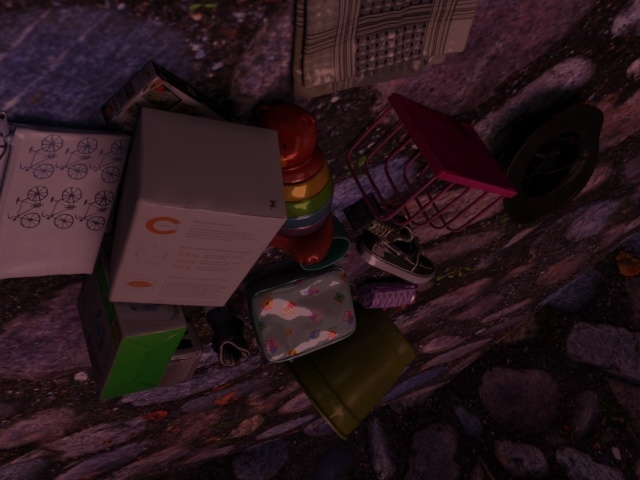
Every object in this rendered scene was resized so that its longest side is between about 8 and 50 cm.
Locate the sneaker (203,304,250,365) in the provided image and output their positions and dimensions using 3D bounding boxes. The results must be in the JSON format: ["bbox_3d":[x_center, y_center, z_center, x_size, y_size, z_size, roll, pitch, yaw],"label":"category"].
[{"bbox_3d":[-0.238,0.268,1.604,0.086,0.163,0.226,-28,154,-1],"label":"sneaker"}]

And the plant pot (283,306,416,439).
[{"bbox_3d":[0.109,0.394,1.970,0.353,0.366,0.366,-38,153,-4],"label":"plant pot"}]

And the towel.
[{"bbox_3d":[0.111,-0.356,0.920,0.312,0.056,0.324,-18,155,-15],"label":"towel"}]

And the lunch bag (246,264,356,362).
[{"bbox_3d":[-0.054,0.190,1.564,0.279,0.223,0.108,-17,-165,-17],"label":"lunch bag"}]

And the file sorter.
[{"bbox_3d":[0.225,-0.140,1.248,0.291,0.202,0.182,6,140,-46],"label":"file sorter"}]

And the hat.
[{"bbox_3d":[0.535,-0.206,1.472,0.332,0.134,0.331,-20,134,-22],"label":"hat"}]

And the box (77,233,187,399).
[{"bbox_3d":[-0.384,0.150,1.198,0.127,0.231,0.262,-6,147,-35],"label":"box"}]

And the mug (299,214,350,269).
[{"bbox_3d":[-0.008,0.001,1.404,0.130,0.097,0.157,-19,152,-15],"label":"mug"}]

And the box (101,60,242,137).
[{"bbox_3d":[-0.228,-0.191,0.951,0.114,0.036,0.207,-36,151,18],"label":"box"}]

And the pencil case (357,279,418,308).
[{"bbox_3d":[0.216,0.169,1.897,0.206,0.086,0.088,-4,158,-37],"label":"pencil case"}]

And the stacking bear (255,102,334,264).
[{"bbox_3d":[-0.056,-0.120,1.099,0.164,0.176,0.289,-58,158,-34],"label":"stacking bear"}]

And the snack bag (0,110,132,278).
[{"bbox_3d":[-0.491,-0.052,0.915,0.343,0.037,0.323,-1,134,-40],"label":"snack bag"}]

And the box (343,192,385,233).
[{"bbox_3d":[0.104,-0.065,1.419,0.083,0.067,0.018,-32,152,9],"label":"box"}]

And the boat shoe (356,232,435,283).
[{"bbox_3d":[0.235,0.032,1.657,0.306,0.113,0.105,23,121,-36],"label":"boat shoe"}]

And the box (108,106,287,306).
[{"bbox_3d":[-0.220,-0.033,0.993,0.215,0.168,0.345,6,150,-24],"label":"box"}]

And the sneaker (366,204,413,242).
[{"bbox_3d":[0.165,-0.035,1.501,0.192,0.086,0.064,4,140,-44],"label":"sneaker"}]

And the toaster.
[{"bbox_3d":[-0.412,0.291,1.536,0.227,0.129,0.146,0,139,-37],"label":"toaster"}]
